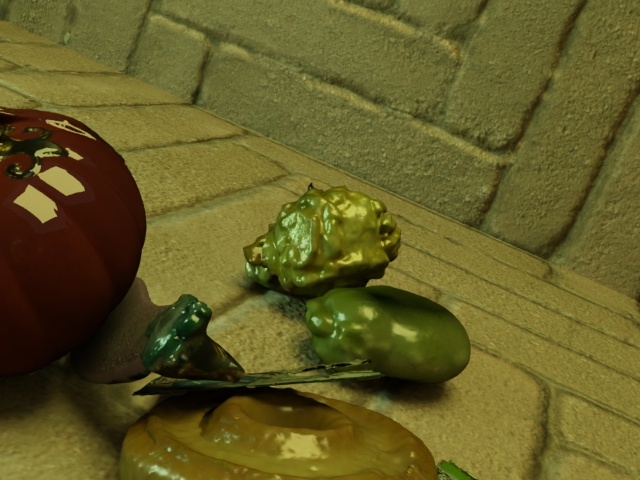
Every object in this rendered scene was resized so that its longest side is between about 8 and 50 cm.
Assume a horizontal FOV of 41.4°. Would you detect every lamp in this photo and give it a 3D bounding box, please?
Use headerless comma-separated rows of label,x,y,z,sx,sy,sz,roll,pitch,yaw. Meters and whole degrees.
lamp,-0.329,0.002,0.863,0.303,0.257,0.303,-10,37,8

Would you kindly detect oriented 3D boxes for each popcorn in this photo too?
popcorn,0.000,0.000,1.402,0.266,0.192,0.233,-14,3,-4

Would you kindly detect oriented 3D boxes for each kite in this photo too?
kite,-0.068,0.142,0.905,0.314,0.011,0.335,0,-4,-44

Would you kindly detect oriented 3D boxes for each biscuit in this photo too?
biscuit,-0.036,0.203,0.780,0.296,0.102,0.296,5,7,-1

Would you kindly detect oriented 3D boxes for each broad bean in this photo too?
broad bean,0.102,0.138,1.263,0.238,0.119,0.291,21,10,36

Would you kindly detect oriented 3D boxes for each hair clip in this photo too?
hair clip,-0.197,0.098,0.889,0.096,0.110,0.359,3,2,-35

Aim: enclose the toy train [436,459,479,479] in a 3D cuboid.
toy train,0.112,0.263,0.940,0.202,0.060,0.081,33,10,15
